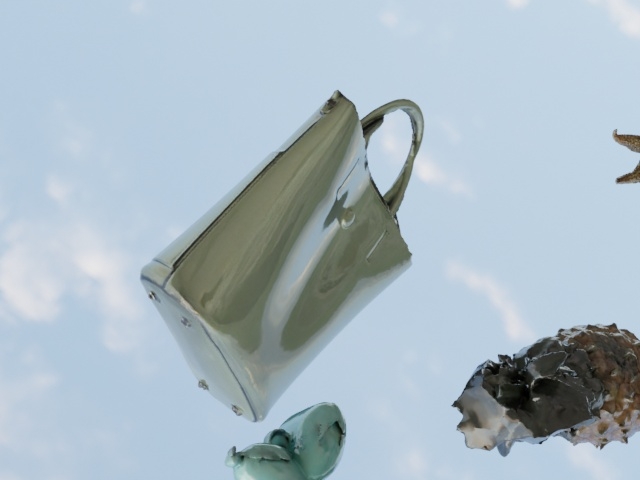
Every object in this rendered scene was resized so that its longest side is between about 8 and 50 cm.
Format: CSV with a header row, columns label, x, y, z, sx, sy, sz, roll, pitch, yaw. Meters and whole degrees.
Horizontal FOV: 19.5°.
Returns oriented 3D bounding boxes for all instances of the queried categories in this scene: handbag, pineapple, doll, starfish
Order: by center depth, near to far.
label,x,y,z,sx,sy,sz,roll,pitch,yaw
doll,0.004,0.184,1.205,0.159,0.059,0.158,19,-124,-34
pineapple,0.194,0.124,1.522,0.111,0.119,0.237,48,-154,22
handbag,0.000,0.000,1.653,0.315,0.241,0.109,-41,-129,-15
starfish,0.299,-0.080,1.664,0.078,0.091,0.028,46,-172,9
